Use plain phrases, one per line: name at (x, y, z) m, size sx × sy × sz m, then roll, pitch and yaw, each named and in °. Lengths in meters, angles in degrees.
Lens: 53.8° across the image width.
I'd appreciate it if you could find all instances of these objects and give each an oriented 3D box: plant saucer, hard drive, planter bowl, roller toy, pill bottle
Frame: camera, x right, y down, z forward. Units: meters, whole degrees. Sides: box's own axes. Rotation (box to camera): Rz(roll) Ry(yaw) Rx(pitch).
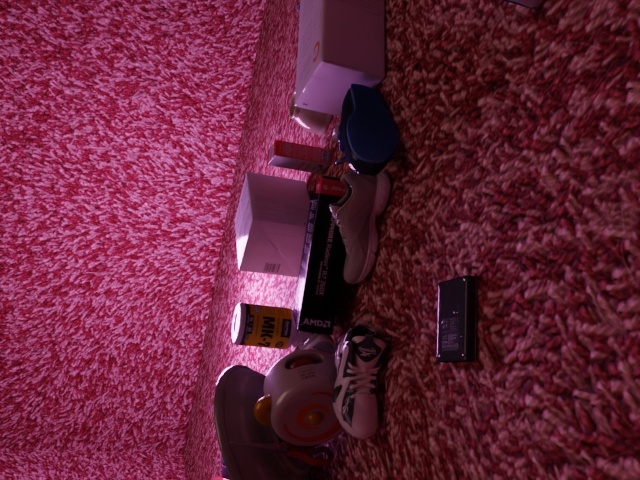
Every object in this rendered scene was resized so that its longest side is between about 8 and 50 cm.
plant saucer at (-0.111, 0.478, 1.536) m, size 0.100 × 0.400 × 0.400 m, roll -27°, pitch 41°, yaw 13°
hard drive at (0.221, 0.129, 1.028) m, size 0.094 × 0.022 × 0.135 m, roll 149°, pitch 127°, yaw -68°
planter bowl at (-0.033, -0.410, 1.926) m, size 0.162 × 0.109 × 0.162 m, roll -172°, pitch 90°, yaw -72°
roller toy at (-0.027, 0.355, 1.412) m, size 0.191 × 0.209 × 0.146 m, roll -50°, pitch 28°, yaw 13°
pill bottle at (-0.138, 0.246, 1.788) m, size 0.119 × 0.208 × 0.119 m, roll -172°, pitch 90°, yaw -73°

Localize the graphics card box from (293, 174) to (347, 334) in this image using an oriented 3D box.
graphics card box at (0.005, 0.032, 1.572) m, size 0.233 × 0.094 × 0.371 m, roll -159°, pitch 79°, yaw -84°

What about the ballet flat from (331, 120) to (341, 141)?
ballet flat at (0.075, -0.295, 1.634) m, size 0.052 × 0.057 × 0.168 m, roll 64°, pitch 151°, yaw 20°

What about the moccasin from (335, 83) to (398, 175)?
moccasin at (0.103, -0.232, 1.428) m, size 0.342 × 0.137 × 0.117 m, roll -82°, pitch 12°, yaw -53°

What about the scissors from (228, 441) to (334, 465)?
scissors at (-0.074, 0.461, 1.381) m, size 0.109 × 0.297 × 0.021 m, roll 42°, pitch 103°, yaw 32°

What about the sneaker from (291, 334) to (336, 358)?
sneaker at (-0.039, 0.298, 1.625) m, size 0.281 × 0.105 × 0.115 m, roll 120°, pitch 152°, yaw -51°

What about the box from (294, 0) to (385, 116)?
box at (0.049, -0.529, 1.628) m, size 0.215 × 0.168 × 0.345 m, roll 137°, pitch 139°, yaw -63°

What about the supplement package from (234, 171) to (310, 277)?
supplement package at (-0.147, -0.051, 1.964) m, size 0.263 × 0.199 × 0.198 m, roll -105°, pitch 28°, yaw -51°

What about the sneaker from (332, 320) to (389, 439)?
sneaker at (0.084, 0.265, 1.273) m, size 0.235 × 0.094 × 0.153 m, roll -86°, pitch 7°, yaw -47°

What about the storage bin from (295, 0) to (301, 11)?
storage bin at (0.007, -0.733, 1.929) m, size 0.098 × 0.135 × 0.091 m, roll -167°, pitch 95°, yaw -72°

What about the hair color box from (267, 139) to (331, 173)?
hair color box at (-0.063, -0.244, 1.844) m, size 0.093 × 0.167 × 0.053 m, roll 149°, pitch 128°, yaw -68°

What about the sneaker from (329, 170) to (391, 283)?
sneaker at (0.069, -0.034, 1.417) m, size 0.099 × 0.121 × 0.263 m, roll -143°, pitch 63°, yaw -71°

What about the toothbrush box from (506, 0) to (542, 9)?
toothbrush box at (0.304, -0.529, 0.906) m, size 0.216 × 0.126 × 0.296 m, roll 130°, pitch 145°, yaw -59°

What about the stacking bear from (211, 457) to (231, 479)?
stacking bear at (-0.223, 0.638, 1.982) m, size 0.164 × 0.175 × 0.289 m, roll 142°, pitch 141°, yaw -68°
